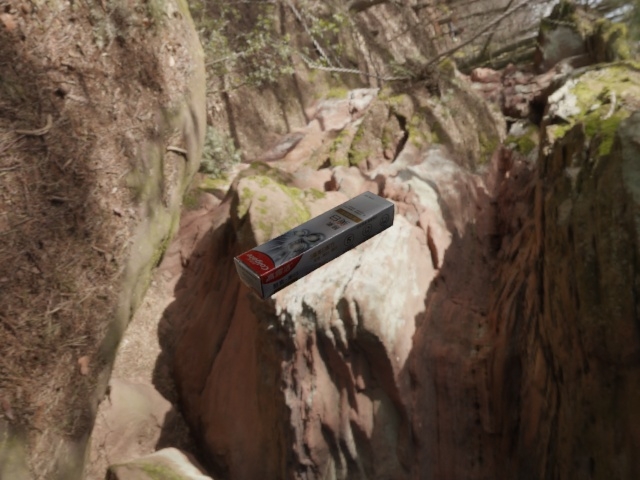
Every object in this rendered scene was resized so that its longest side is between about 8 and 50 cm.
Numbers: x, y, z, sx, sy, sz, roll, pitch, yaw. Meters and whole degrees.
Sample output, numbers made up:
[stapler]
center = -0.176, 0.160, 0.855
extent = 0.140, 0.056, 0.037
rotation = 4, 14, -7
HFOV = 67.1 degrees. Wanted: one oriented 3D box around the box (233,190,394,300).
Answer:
[box]
center = 0.000, 0.000, 0.605
extent = 0.218, 0.055, 0.039
rotation = -29, 133, -30
